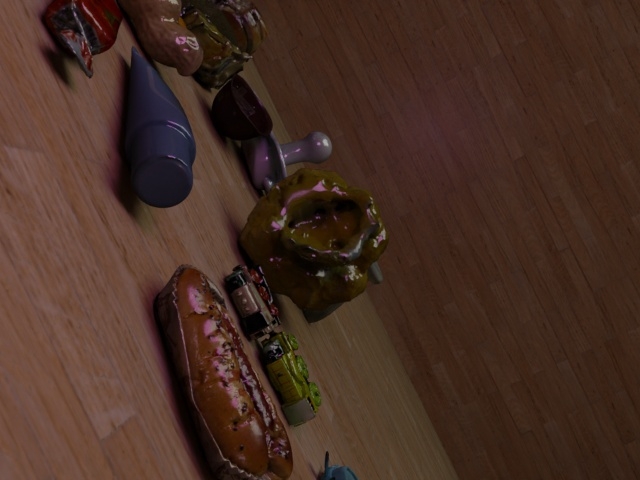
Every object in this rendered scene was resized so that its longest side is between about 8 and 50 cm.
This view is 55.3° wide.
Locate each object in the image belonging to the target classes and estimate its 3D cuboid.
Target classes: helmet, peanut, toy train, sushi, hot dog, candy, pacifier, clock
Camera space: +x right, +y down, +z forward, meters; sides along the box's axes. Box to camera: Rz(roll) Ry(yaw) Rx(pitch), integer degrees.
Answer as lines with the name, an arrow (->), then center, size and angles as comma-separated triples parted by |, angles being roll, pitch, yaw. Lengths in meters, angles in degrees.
helmet -> -0.193, -0.285, 1.410 | 0.155, 0.106, 0.175 | 45, 20, -41
peanut -> -0.293, -0.400, 1.101 | 0.085, 0.104, 0.228 | -123, -173, -80
toy train -> -0.072, 0.150, 0.917 | 0.250, 0.053, 0.085 | 64, 12, 2
sushi -> -0.260, -0.455, 1.442 | 0.131, 0.139, 0.291 | 58, 6, 19
hot dog -> -0.103, 0.139, 0.639 | 0.253, 0.069, 0.131 | 64, 7, 17
candy -> -0.302, -0.288, 0.789 | 0.086, 0.059, 0.292 | 55, 10, -34
pacifier -> -0.078, -0.210, 1.555 | 0.238, 0.225, 0.287 | 85, -12, -50
clock -> 0.036, 0.380, 0.901 | 0.147, 0.045, 0.108 | 60, 6, -28

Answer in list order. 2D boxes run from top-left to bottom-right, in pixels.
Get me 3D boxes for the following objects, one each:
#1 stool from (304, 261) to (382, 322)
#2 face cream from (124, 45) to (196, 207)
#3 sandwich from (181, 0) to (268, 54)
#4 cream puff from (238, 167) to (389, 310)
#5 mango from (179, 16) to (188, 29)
stool -> 0.017, 0.046, 1.395 | 0.195, 0.198, 0.195 | 59, 10, -27
face cream -> -0.222, -0.161, 0.841 | 0.136, 0.086, 0.385 | 59, 3, -34
sandwich -> -0.274, -0.604, 1.587 | 0.254, 0.099, 0.288 | 2, -54, 58
cream puff -> -0.002, -0.001, 1.106 | 0.282, 0.281, 0.185 | 62, -12, -13
mango -> -0.304, -0.423, 1.224 | 0.101, 0.066, 0.187 | 46, 23, -35
